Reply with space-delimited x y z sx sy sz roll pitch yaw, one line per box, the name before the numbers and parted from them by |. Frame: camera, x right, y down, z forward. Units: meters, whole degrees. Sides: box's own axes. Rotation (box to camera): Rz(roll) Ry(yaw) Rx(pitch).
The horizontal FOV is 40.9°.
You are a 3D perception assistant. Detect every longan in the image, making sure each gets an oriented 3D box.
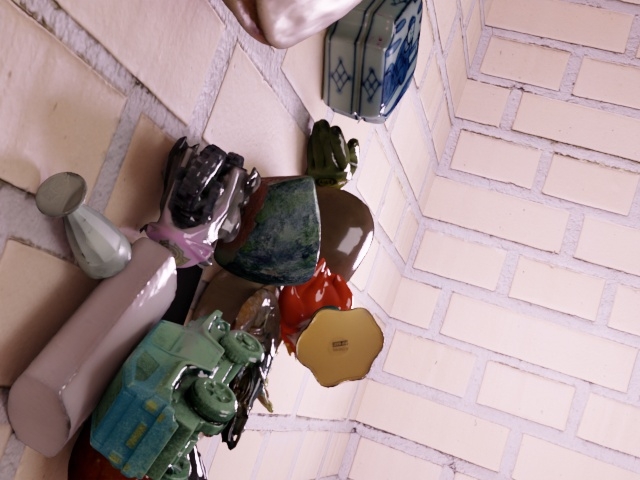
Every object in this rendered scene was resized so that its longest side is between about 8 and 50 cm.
longan | 0.000 0.000 1.798 0.246 0.246 0.215 40 29 -73

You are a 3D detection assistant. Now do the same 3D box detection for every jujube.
jujube | -0.276 0.309 1.282 0.190 0.190 0.255 88 12 -48

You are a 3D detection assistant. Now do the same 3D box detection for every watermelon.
watermelon | -0.103 -0.034 1.487 0.318 0.148 0.226 111 -33 -59

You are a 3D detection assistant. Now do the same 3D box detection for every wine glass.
wine glass | -0.296 -0.019 1.074 0.155 0.073 0.073 73 37 -57

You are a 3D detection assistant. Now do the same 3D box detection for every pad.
pad | -0.237 0.111 1.418 0.243 0.004 0.164 90 18 -81

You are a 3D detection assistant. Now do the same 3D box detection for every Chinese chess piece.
Chinese chess piece | -0.163 0.170 1.651 0.250 0.103 0.250 17 90 -73

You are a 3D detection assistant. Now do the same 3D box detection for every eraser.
eraser | -0.298 0.138 1.151 0.270 0.094 0.174 -57 175 -43

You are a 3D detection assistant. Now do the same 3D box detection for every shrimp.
shrimp | -0.133 0.212 1.512 0.289 0.075 0.178 -63 155 -24

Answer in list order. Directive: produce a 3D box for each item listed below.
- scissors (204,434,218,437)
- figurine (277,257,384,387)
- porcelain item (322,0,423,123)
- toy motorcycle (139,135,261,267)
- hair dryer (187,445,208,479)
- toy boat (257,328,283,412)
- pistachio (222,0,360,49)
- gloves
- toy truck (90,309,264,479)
scissors | -0.199 0.312 1.830 0.088 0.017 0.220 30 76 -73
figurine | 0.004 0.159 1.662 0.181 0.208 0.257 -45 -162 -8
porcelain item | 0.124 -0.425 1.927 0.281 0.157 0.286 -58 159 -46
toy motorcycle | -0.182 -0.055 1.322 0.327 0.143 0.188 -58 173 -86
hair dryer | -0.277 0.402 1.521 0.359 0.120 0.304 117 -32 -60
toy boat | -0.111 0.245 1.923 0.108 0.099 0.293 85 19 -53
pistachio | -0.038 -0.447 1.117 0.445 0.281 0.365 71 35 -71
gloves | 0.024 -0.163 1.933 0.268 0.135 0.107 87 -17 -53
toy truck | -0.193 0.203 1.172 0.155 0.156 0.279 -54 -177 21
